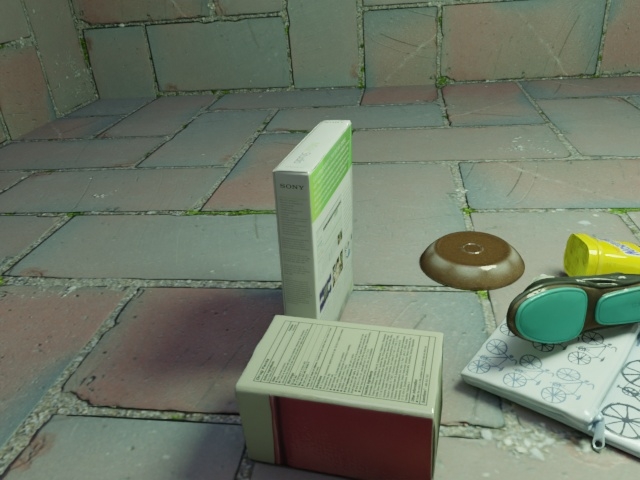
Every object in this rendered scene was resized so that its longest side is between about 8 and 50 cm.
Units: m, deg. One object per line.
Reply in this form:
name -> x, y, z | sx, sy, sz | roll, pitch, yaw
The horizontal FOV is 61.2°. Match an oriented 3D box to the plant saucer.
plant saucer -> 0.294, 0.028, 1.051 | 0.198, 0.036, 0.199 | -3, 27, 2

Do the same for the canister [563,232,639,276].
canister -> 0.519, 0.042, 0.918 | 0.169, 0.073, 0.126 | 8, 16, 7

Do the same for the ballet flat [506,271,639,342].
ballet flat -> 0.373, 0.093, 0.796 | 0.280, 0.095, 0.096 | -2, 15, -18

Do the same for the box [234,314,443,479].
box -> 0.033, 0.195, 0.679 | 0.232, 0.127, 0.149 | 4, 29, 16

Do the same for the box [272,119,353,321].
box -> 0.000, 0.000, 0.845 | 0.058, 0.322, 0.232 | 7, 29, 15

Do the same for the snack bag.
snack bag -> 0.423, 0.170, 0.762 | 0.342, 0.037, 0.323 | 19, 36, 37
